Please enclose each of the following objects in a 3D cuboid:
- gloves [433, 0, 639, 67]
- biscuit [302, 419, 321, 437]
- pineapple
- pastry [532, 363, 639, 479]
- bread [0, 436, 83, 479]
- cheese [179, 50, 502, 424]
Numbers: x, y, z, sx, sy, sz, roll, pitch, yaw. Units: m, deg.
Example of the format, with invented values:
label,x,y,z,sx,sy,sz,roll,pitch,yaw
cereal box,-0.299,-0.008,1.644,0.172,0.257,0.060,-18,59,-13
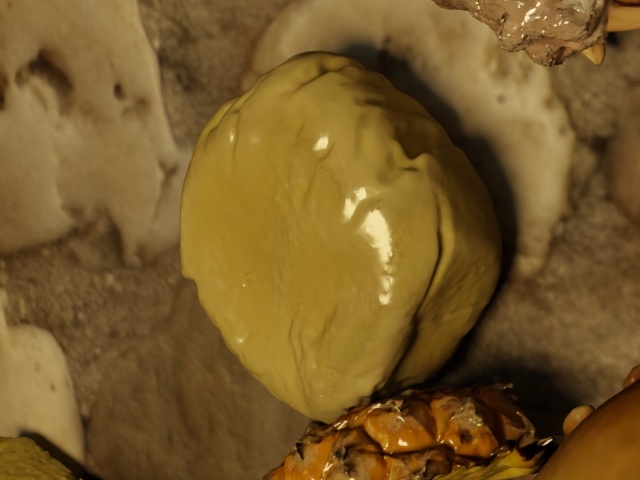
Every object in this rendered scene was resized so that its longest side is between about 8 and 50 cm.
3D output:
label,x,y,z,sx,sy,sz,roll,pitch,yaw
gloves,0.115,-0.154,0.680,0.144,0.094,0.110,4,93,42
biscuit,0.010,0.262,0.890,0.133,0.032,0.249,27,115,27
pineapple,0.040,0.142,0.744,0.225,0.225,0.076,-41,64,34
pastry,0.260,0.191,0.524,0.410,0.245,0.409,17,144,13
bread,-0.209,0.322,1.032,0.236,0.198,0.263,14,116,-5
cheese,0.000,0.000,0.783,0.214,0.117,0.226,46,127,23
